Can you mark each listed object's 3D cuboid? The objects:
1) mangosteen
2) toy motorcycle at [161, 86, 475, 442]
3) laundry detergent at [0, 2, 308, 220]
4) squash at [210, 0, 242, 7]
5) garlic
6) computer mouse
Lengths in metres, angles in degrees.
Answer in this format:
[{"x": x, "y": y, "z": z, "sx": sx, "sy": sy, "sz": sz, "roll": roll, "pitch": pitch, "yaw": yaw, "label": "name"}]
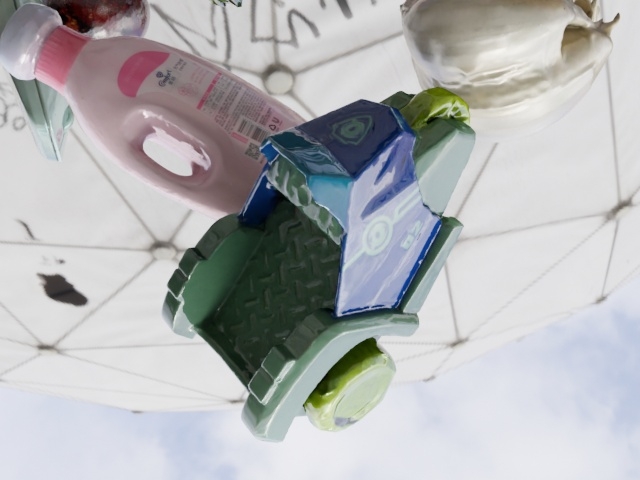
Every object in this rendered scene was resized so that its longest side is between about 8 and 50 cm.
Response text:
[{"x": -0.370, "y": -0.400, "z": 1.251, "sx": 0.200, "sy": 0.200, "sz": 0.200, "roll": -10, "pitch": -119, "yaw": 18, "label": "mangosteen"}, {"x": 0.000, "y": 0.000, "z": 0.667, "sx": 0.191, "sy": 0.200, "sz": 0.326, "roll": 43, "pitch": -69, "yaw": 34, "label": "toy motorcycle"}, {"x": -0.172, "y": -0.136, "z": 0.808, "sx": 0.335, "sy": 0.088, "sz": 0.159, "roll": 27, "pitch": -113, "yaw": -6, "label": "laundry detergent"}, {"x": -0.044, "y": -0.292, "z": 0.237, "sx": 0.309, "sy": 0.310, "sz": 0.310, "roll": -48, "pitch": -124, "yaw": 5, "label": "squash"}, {"x": 0.199, "y": -0.190, "z": 0.776, "sx": 0.203, "sy": 0.281, "sz": 0.184, "roll": -5, "pitch": -95, "yaw": 24, "label": "garlic"}, {"x": -0.409, "y": -0.257, "z": 1.097, "sx": 0.097, "sy": 0.159, "sz": 0.288, "roll": -24, "pitch": -104, "yaw": -20, "label": "computer mouse"}]
